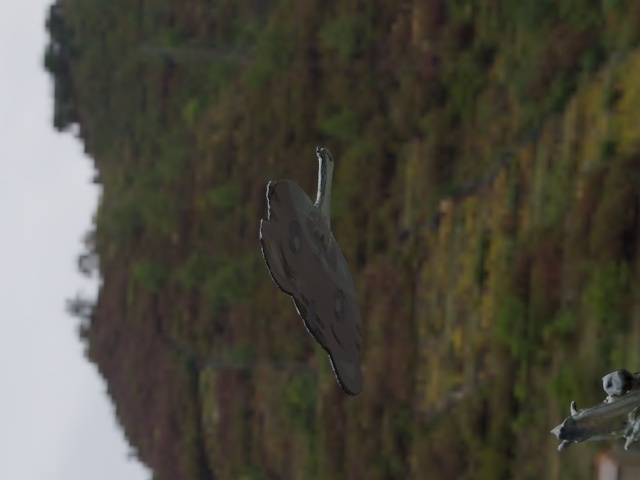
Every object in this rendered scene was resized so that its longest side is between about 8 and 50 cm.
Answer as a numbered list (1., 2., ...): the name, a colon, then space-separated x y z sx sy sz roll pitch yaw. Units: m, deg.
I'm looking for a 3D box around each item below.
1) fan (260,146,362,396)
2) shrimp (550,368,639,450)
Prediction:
1. fan: 0.000 0.000 1.223 0.152 0.008 0.227 57 -158 -30
2. shrimp: 0.374 0.168 1.399 0.247 0.360 0.085 -80 -16 -49
